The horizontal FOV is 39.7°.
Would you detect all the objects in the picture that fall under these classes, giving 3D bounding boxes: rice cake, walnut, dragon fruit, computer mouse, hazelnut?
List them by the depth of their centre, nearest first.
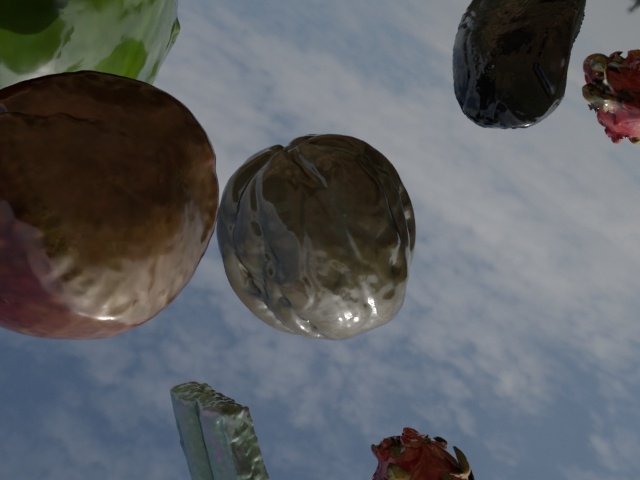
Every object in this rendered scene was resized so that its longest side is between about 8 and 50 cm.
[{"bbox_3d":[-0.128,-0.015,0.463,0.143,0.143,0.154,39,-133,11],"label":"hazelnut"},{"bbox_3d":[0.086,0.211,0.712,0.081,0.086,0.116,-110,5,-84],"label":"dragon fruit"},{"bbox_3d":[-0.068,0.226,0.724,0.040,0.226,0.085,-20,-169,-38],"label":"rice cake"},{"bbox_3d":[0.193,-0.199,0.874,0.073,0.121,0.217,65,-145,-40],"label":"computer mouse"},{"bbox_3d":[0.000,0.000,0.906,0.224,0.224,0.224,28,-156,-14],"label":"walnut"},{"bbox_3d":[0.470,-0.229,1.365,0.207,0.133,0.150,26,-146,-39],"label":"dragon fruit"}]

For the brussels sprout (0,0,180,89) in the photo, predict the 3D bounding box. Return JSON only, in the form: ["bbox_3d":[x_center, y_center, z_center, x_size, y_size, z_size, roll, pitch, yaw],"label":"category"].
[{"bbox_3d":[-0.228,-0.251,0.621,0.275,0.372,0.315,1,176,21],"label":"brussels sprout"}]
